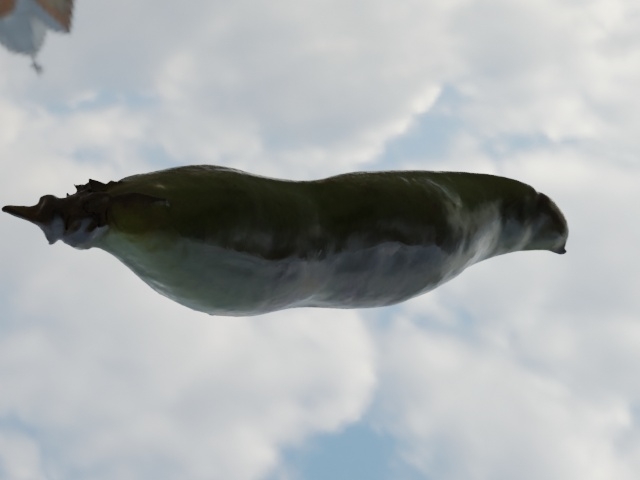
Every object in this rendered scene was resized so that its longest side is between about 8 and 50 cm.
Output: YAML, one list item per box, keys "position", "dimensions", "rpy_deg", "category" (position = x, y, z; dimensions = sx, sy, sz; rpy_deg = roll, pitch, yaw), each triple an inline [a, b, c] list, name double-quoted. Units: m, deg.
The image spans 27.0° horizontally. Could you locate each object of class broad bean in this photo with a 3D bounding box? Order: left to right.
- position: [0.000, 0.000, 0.689]
  dimensions: [0.339, 0.077, 0.061]
  rpy_deg: [0, -170, -38]
  category: "broad bean"
